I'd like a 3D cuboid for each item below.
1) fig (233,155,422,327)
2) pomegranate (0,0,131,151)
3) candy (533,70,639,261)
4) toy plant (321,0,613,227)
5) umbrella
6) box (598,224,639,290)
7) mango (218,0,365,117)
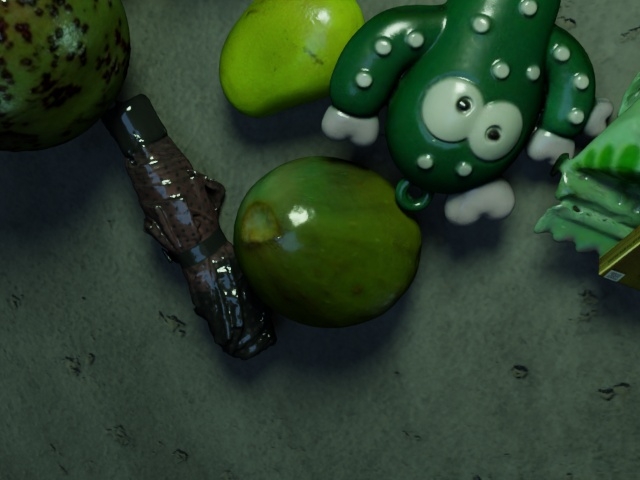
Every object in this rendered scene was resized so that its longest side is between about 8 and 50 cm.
[{"bbox_3d":[0.000,0.000,0.829,0.181,0.191,0.181,-7,80,40],"label":"fig"},{"bbox_3d":[-0.286,-0.260,0.788,0.285,0.285,0.341,44,85,-3],"label":"pomegranate"},{"bbox_3d":[0.375,-0.105,0.675,0.262,0.172,0.398,25,125,1],"label":"candy"},{"bbox_3d":[0.137,-0.132,0.760,0.243,0.112,0.232,-40,106,11],"label":"toy plant"},{"bbox_3d":[-0.147,-0.011,0.913,0.094,0.090,0.326,-22,102,27],"label":"umbrella"},{"bbox_3d":[0.324,0.008,0.728,0.090,0.023,0.133,20,145,-6],"label":"box"},{"bbox_3d":[-0.033,-0.191,0.805,0.163,0.089,0.117,-15,105,23],"label":"mango"}]
